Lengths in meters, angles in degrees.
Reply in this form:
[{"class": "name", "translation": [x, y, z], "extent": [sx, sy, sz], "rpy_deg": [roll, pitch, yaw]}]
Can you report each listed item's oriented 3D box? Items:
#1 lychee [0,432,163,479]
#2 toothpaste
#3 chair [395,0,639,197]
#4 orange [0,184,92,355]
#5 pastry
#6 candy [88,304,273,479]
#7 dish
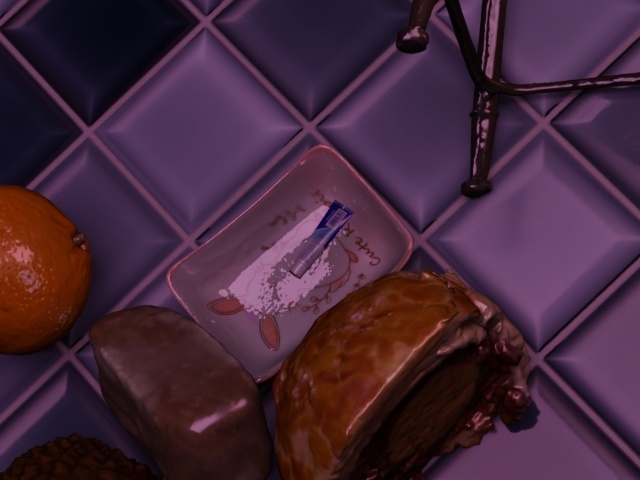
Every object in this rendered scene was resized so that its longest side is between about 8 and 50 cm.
[{"class": "lychee", "translation": [-0.219, 0.298, 1.729], "extent": [0.236, 0.236, 0.271], "rpy_deg": [-32, 47, 3]}, {"class": "toothpaste", "translation": [0.000, 0.000, 1.786], "extent": [0.024, 0.015, 0.083], "rpy_deg": [31, 78, 19]}, {"class": "chair", "translation": [0.268, -0.308, 1.722], "extent": [0.365, 0.362, 0.410], "rpy_deg": [-7, 69, 12]}, {"class": "orange", "translation": [-0.306, 0.026, 1.845], "extent": [0.155, 0.177, 0.177], "rpy_deg": [-37, 70, -12]}, {"class": "pastry", "translation": [0.049, 0.127, 1.712], "extent": [0.256, 0.237, 0.170], "rpy_deg": [-42, 59, 0]}, {"class": "candy", "translation": [-0.133, 0.145, 1.767], "extent": [0.102, 0.104, 0.234], "rpy_deg": [-21, 33, -20]}, {"class": "dish", "translation": [-0.023, 0.029, 1.831], "extent": [0.212, 0.077, 0.151], "rpy_deg": [-40, 72, -1]}]
